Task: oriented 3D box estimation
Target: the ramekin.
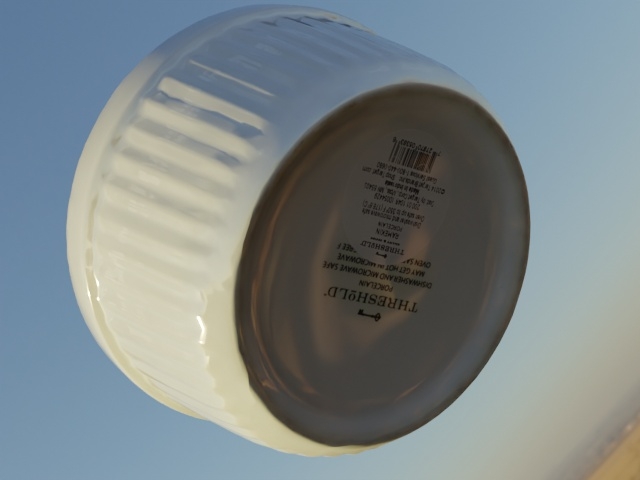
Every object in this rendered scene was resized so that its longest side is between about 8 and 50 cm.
[{"bbox_3d":[0.000,0.000,0.566,0.207,0.109,0.207,-12,-69,-33],"label":"ramekin"}]
